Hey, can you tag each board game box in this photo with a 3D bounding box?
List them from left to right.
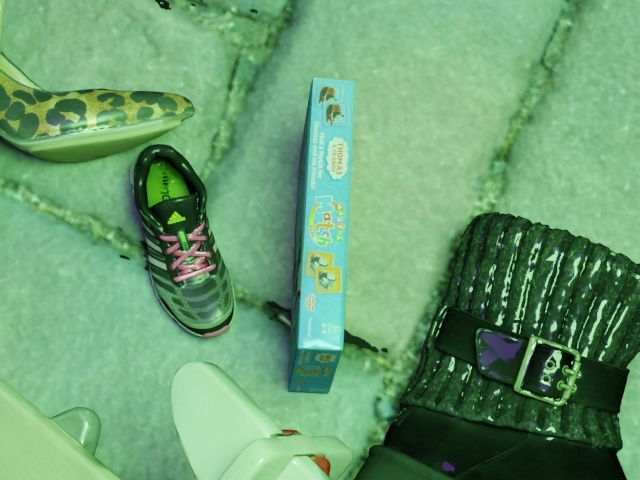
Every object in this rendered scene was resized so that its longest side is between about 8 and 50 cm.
[{"bbox_3d":[0.000,0.000,1.474,0.039,0.160,0.212,3,74,-3],"label":"board game box"}]

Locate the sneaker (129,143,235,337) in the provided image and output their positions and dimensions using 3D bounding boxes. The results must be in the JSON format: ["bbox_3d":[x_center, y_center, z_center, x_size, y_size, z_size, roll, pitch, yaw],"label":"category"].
[{"bbox_3d":[-0.114,-0.005,1.514,0.063,0.075,0.170,-17,75,-7],"label":"sneaker"}]

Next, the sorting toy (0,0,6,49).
[{"bbox_3d":[-0.348,-0.111,1.501,0.193,0.038,0.208,7,89,20],"label":"sorting toy"}]

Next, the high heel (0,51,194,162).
[{"bbox_3d":[-0.238,-0.156,1.540,0.261,0.093,0.186,-7,80,5],"label":"high heel"}]

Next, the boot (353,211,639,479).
[{"bbox_3d":[0.222,0.149,1.455,0.348,0.131,0.260,28,75,6],"label":"boot"}]

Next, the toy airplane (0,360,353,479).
[{"bbox_3d":[-0.116,0.277,1.330,0.384,0.272,0.386,-3,68,10],"label":"toy airplane"}]
